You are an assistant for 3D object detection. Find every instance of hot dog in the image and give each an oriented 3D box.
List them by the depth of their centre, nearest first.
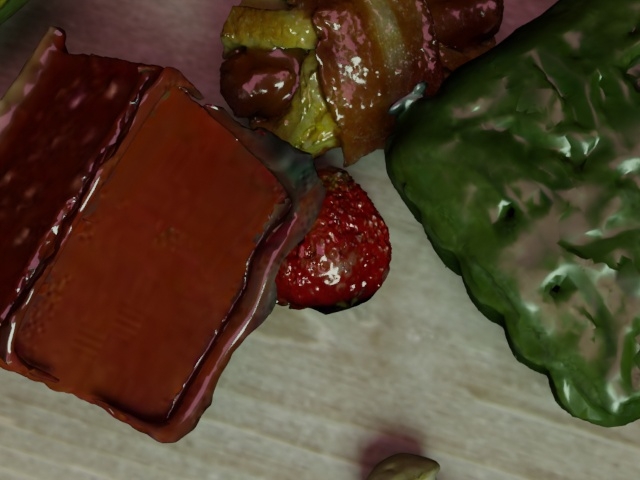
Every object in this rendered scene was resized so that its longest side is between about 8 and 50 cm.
[{"bbox_3d":[0.030,-0.137,0.680,0.213,0.103,0.146,-24,81,-5],"label":"hot dog"}]

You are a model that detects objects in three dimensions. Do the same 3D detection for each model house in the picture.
[{"bbox_3d":[-0.161,-0.021,0.617,0.254,0.160,0.196,23,80,40],"label":"model house"}]

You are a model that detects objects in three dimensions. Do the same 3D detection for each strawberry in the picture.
[{"bbox_3d":[0.001,0.000,0.655,0.106,0.106,0.106,0,81,0],"label":"strawberry"}]

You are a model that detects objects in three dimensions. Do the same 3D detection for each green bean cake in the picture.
[{"bbox_3d":[0.200,-0.033,0.616,0.250,0.156,0.247,-36,73,3],"label":"green bean cake"}]

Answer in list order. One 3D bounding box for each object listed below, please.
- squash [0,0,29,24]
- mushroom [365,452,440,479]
[{"bbox_3d":[-0.322,-0.190,0.664,0.237,0.204,0.155,40,60,5],"label":"squash"},{"bbox_3d":[0.142,0.241,0.620,0.270,0.103,0.118,24,82,9],"label":"mushroom"}]
